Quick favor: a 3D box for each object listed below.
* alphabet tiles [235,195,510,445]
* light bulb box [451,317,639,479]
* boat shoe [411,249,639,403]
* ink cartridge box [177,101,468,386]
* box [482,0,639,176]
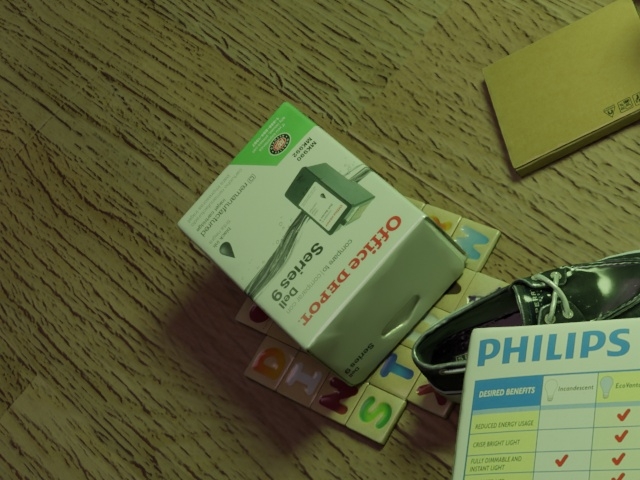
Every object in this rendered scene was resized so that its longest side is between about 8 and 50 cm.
[{"bbox_3d":[0.058,0.077,1.866,0.343,0.011,0.285,22,78,40],"label":"alphabet tiles"},{"bbox_3d":[0.317,0.274,1.439,0.358,0.225,0.361,-6,60,31],"label":"light bulb box"},{"bbox_3d":[0.240,0.080,1.679,0.301,0.102,0.108,-22,56,17],"label":"boat shoe"},{"bbox_3d":[0.000,0.000,1.860,0.211,0.121,0.289,-49,49,0],"label":"ink cartridge box"},{"bbox_3d":[0.300,-0.184,1.852,0.201,0.021,0.164,-26,52,19],"label":"box"}]
